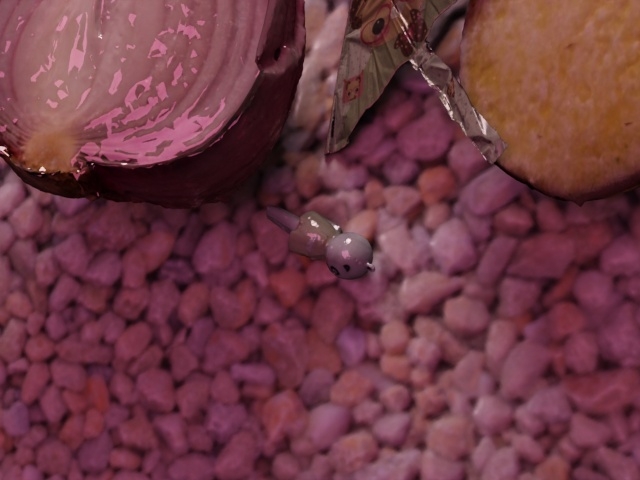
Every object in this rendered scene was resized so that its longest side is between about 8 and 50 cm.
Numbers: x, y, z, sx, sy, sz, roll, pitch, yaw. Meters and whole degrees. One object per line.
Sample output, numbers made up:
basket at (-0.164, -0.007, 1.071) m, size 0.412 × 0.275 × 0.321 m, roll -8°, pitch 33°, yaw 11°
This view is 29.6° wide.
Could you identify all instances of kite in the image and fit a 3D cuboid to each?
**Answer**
kite at (0.069, -0.135, 0.854) m, size 0.229 × 0.012 × 0.250 m, roll -53°, pitch 42°, yaw 31°

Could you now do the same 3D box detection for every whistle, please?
whistle at (0.000, 0.000, 0.888) m, size 0.100 × 0.035 × 0.035 m, roll 29°, pitch 93°, yaw 28°

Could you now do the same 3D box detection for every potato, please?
potato at (0.216, -0.164, 0.778) m, size 0.239 × 0.116 × 0.299 m, roll 36°, pitch 106°, yaw 40°

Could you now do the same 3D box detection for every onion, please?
onion at (-0.119, -0.184, 0.912) m, size 0.267 × 0.159 × 0.348 m, roll 18°, pitch 81°, yaw 15°
